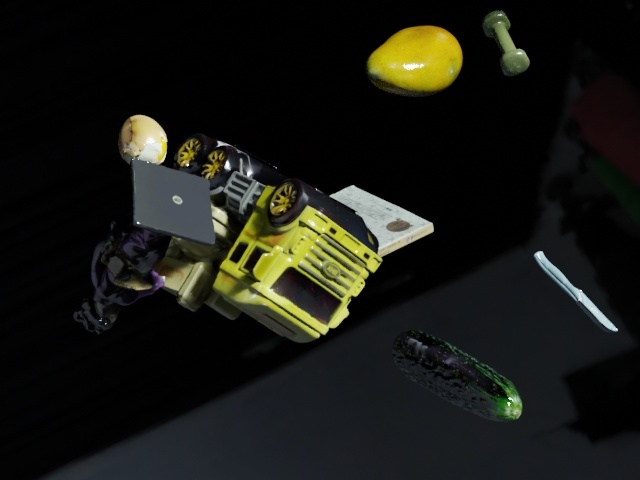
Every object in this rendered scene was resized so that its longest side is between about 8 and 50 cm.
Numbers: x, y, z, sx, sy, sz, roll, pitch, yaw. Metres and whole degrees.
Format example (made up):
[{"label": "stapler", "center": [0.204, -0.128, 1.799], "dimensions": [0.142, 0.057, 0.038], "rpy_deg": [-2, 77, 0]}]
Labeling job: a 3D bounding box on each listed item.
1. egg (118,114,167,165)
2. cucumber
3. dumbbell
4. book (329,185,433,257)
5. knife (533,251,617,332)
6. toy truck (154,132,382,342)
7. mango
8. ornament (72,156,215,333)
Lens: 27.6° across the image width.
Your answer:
[{"label": "egg", "center": [-0.259, -0.145, 1.899], "dimensions": [0.071, 0.071, 0.083], "rpy_deg": [76, 2, -52]}, {"label": "cucumber", "center": [0.189, 0.189, 1.796], "dimensions": [0.241, 0.074, 0.074], "rpy_deg": [26, -37, 54]}, {"label": "dumbbell", "center": [0.297, -0.318, 2.102], "dimensions": [0.052, 0.046, 0.118], "rpy_deg": [54, 15, -51]}, {"label": "book", "center": [0.000, 0.000, 2.139], "dimensions": [0.217, 0.310, 0.021], "rpy_deg": [29, -45, 47]}, {"label": "knife", "center": [0.439, 0.093, 2.239], "dimensions": [0.210, 0.015, 0.028], "rpy_deg": [44, 35, -13]}, {"label": "toy truck", "center": [-0.108, 0.004, 1.906], "dimensions": [0.180, 0.254, 0.405], "rpy_deg": [33, -4, -39]}, {"label": "mango", "center": [0.133, -0.245, 1.817], "dimensions": [0.111, 0.163, 0.090], "rpy_deg": [17, -56, 20]}, {"label": "ornament", "center": [-0.171, 0.020, 1.237], "dimensions": [0.203, 0.081, 0.088], "rpy_deg": [123, -31, -41]}]
